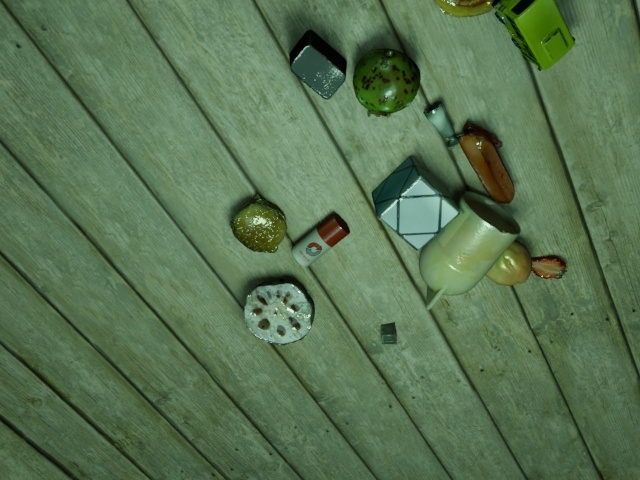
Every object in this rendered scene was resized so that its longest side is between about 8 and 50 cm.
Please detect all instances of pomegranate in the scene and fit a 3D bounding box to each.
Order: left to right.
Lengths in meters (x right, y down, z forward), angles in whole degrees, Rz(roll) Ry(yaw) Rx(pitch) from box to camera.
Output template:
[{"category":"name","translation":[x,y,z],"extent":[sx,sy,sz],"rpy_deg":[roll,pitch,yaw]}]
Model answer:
[{"category":"pomegranate","translation":[0.203,-0.472,1.599],"extent":[0.211,0.211,0.263],"rpy_deg":[-1,143,0]}]

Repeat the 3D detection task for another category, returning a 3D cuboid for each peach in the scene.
[{"category":"peach","translation":[0.695,0.085,1.916],"extent":[0.184,0.184,0.184],"rpy_deg":[0,119,0]}]

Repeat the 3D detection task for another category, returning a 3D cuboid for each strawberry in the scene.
[{"category":"strawberry","translation":[0.878,0.099,1.995],"extent":[0.152,0.048,0.104],"rpy_deg":[19,125,5]}]

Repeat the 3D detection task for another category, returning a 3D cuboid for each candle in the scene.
[{"category":"candle","translation":[0.553,-0.348,1.742],"extent":[0.162,0.053,0.048],"rpy_deg":[23,79,-16]}]

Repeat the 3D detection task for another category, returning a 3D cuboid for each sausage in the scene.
[{"category":"sausage","translation":[0.574,-0.250,1.753],"extent":[0.102,0.102,0.330],"rpy_deg":[-31,126,16]}]

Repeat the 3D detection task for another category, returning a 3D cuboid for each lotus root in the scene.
[{"category":"lotus root","translation":[-0.149,0.253,1.997],"extent":[0.272,0.192,0.272],"rpy_deg":[2,109,7]}]

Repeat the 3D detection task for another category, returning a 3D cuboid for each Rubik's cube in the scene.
[{"category":"Rubik's cube","translation":[0.323,-0.130,1.774],"extent":[0.207,0.205,0.205],"rpy_deg":[39,111,-18]}]

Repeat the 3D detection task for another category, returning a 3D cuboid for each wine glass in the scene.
[{"category":"wine glass","translation":[0.409,-0.381,1.711],"extent":[0.072,0.072,0.155],"rpy_deg":[-33,114,16]}]

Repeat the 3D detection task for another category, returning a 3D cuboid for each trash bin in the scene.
[{"category":"trash bin","translation":[-0.006,-0.525,1.543],"extent":[0.165,0.225,0.115],"rpy_deg":[37,112,-18]}]

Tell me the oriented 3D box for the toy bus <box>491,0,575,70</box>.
[{"category":"toy bus","translation":[0.626,-0.623,1.496],"extent":[0.128,0.150,0.262],"rpy_deg":[-43,136,18]}]

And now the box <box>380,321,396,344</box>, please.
[{"category":"box","translation":[0.282,0.386,2.128],"extent":[0.063,0.084,0.060],"rpy_deg":[-6,119,9]}]

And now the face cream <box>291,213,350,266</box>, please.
[{"category":"face cream","translation":[0.000,0.000,1.905],"extent":[0.214,0.096,0.096],"rpy_deg":[-39,112,18]}]

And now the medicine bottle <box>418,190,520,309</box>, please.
[{"category":"medicine bottle","translation":[0.494,0.051,1.845],"extent":[0.236,0.235,0.406],"rpy_deg":[24,122,-13]}]

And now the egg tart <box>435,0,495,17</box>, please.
[{"category":"egg tart","translation":[0.421,-0.792,1.463],"extent":[0.295,0.116,0.294],"rpy_deg":[-2,119,-3]}]

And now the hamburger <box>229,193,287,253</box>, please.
[{"category":"hamburger","translation":[-0.215,-0.043,1.867],"extent":[0.189,0.122,0.215],"rpy_deg":[-37,115,16]}]
